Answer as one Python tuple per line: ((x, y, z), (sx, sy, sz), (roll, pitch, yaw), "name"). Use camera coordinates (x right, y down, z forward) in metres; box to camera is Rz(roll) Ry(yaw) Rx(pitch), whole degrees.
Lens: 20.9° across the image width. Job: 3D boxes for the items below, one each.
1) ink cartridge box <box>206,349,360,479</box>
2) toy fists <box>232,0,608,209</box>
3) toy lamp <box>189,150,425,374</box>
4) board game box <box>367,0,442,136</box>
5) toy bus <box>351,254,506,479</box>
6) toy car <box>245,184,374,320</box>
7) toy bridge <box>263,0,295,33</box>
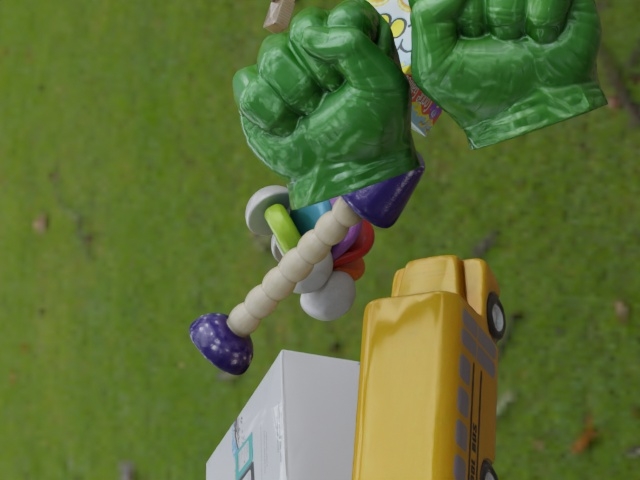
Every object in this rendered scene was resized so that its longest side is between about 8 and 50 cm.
((0.003, 0.286, 1.961), (0.270, 0.198, 0.197), (122, 152, -49), "ink cartridge box")
((0.067, -0.125, 1.274), (0.279, 0.096, 0.142), (-19, 93, 19), "toy fists")
((-0.009, 0.012, 1.615), (0.274, 0.080, 0.080), (-48, 44, 21), "toy lamp")
((0.144, -0.307, 2.368), (0.142, 0.144, 0.275), (34, 89, 31), "board game box")
((0.101, 0.165, 1.659), (0.108, 0.130, 0.332), (-9, 60, 25), "toy bus")
((0.000, 0.000, 2.231), (0.136, 0.182, 0.159), (-33, 51, 5), "toy car")
((-0.105, -0.267, 1.657), (0.026, 0.188, 0.063), (-14, 54, 58), "toy bridge")
